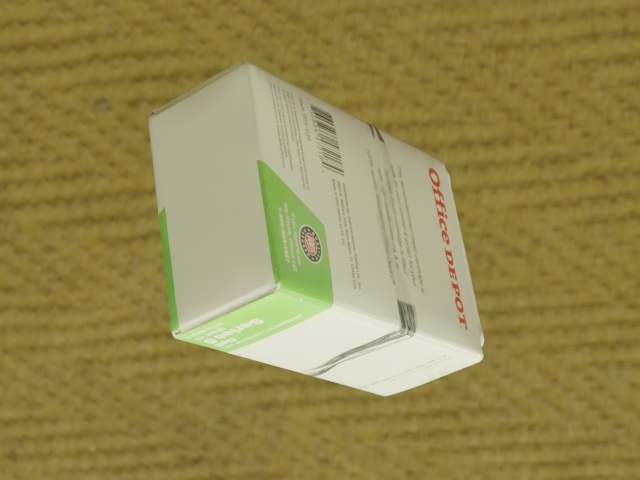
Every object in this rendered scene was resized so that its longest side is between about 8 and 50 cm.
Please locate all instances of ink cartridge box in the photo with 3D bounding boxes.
[{"bbox_3d":[0.000,0.000,1.271,0.115,0.198,0.273,-25,150,31],"label":"ink cartridge box"}]
